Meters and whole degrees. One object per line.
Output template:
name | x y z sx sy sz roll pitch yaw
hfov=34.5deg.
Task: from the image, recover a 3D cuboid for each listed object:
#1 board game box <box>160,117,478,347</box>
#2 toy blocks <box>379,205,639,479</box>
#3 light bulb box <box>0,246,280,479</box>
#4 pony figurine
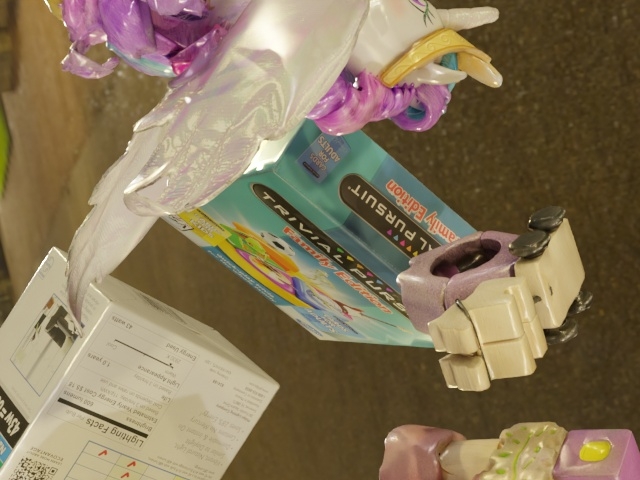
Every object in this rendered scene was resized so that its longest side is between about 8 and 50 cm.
board game box | 0.000 0.000 0.977 0.254 0.079 0.336 39 162 -19
toy blocks | 0.028 0.187 0.598 0.260 0.288 0.309 -8 113 35
light bulb box | -0.325 0.266 1.559 0.358 0.361 0.225 34 178 -40
pony figurine | -0.075 -0.150 0.628 0.363 0.351 0.303 47 151 -11
